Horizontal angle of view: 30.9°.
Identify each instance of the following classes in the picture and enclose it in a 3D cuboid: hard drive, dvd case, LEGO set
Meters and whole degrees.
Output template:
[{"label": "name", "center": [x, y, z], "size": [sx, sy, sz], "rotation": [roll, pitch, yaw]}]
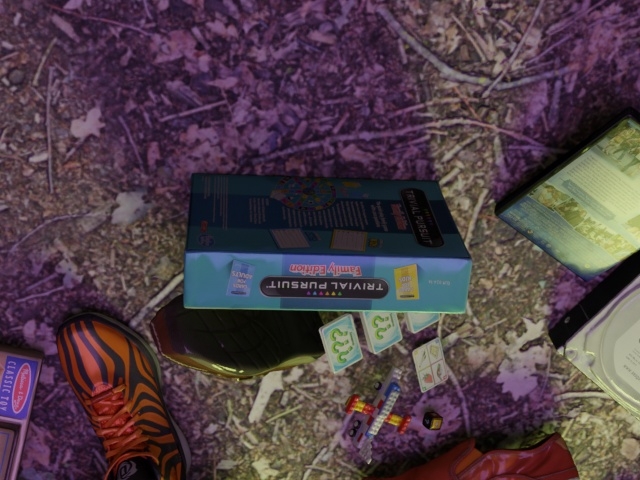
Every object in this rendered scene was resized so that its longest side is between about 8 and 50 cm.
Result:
[{"label": "hard drive", "center": [0.527, 0.099, 1.647], "size": [0.237, 0.064, 0.339], "rotation": [40, 104, -19]}, {"label": "dvd case", "center": [0.379, -0.054, 1.531], "size": [0.180, 0.022, 0.253], "rotation": [35, 135, -16]}, {"label": "LEGO set", "center": [0.110, 0.192, 1.623], "size": [0.182, 0.060, 0.244], "rotation": [-26, 119, -20]}]

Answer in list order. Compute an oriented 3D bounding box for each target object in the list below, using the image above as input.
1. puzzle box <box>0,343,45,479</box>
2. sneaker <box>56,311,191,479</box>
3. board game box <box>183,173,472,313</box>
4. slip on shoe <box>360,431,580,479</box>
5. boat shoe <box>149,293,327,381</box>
[{"label": "puzzle box", "center": [-0.559, 0.328, 1.606], "size": [0.272, 0.052, 0.409], "rotation": [12, 94, -10]}, {"label": "sneaker", "center": [-0.265, 0.258, 1.592], "size": [0.124, 0.180, 0.321], "rotation": [-25, 113, 7]}, {"label": "board game box", "center": [0.000, 0.000, 1.460], "size": [0.336, 0.254, 0.079], "rotation": [2, 114, -5]}, {"label": "slip on shoe", "center": [0.214, 0.344, 1.716], "size": [0.331, 0.123, 0.101], "rotation": [-8, 82, 4]}, {"label": "boat shoe", "center": [-0.113, 0.136, 1.509], "size": [0.120, 0.324, 0.123], "rotation": [-28, 70, 26]}]
